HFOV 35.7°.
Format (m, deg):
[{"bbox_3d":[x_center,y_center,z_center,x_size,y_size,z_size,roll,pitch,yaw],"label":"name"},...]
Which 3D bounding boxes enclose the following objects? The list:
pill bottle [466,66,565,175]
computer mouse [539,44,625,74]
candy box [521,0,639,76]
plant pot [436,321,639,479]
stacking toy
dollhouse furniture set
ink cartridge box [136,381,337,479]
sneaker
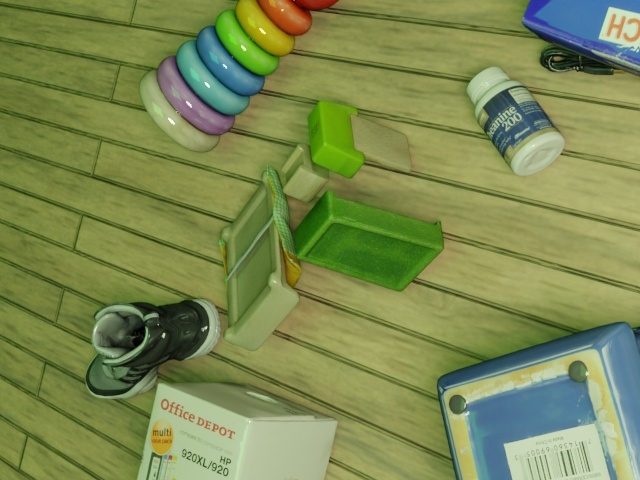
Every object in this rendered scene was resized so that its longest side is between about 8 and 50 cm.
[{"bbox_3d":[0.215,-0.136,1.117,0.067,0.067,0.120,-43,60,25],"label":"pill bottle"},{"bbox_3d":[0.306,-0.276,1.082,0.106,0.042,0.193,12,91,39],"label":"computer mouse"},{"bbox_3d":[0.383,-0.303,0.952,0.268,0.122,0.317,28,100,25],"label":"candy box"},{"bbox_3d":[0.255,0.204,0.946,0.236,0.212,0.236,-23,69,34],"label":"plant pot"},{"bbox_3d":[-0.090,-0.270,1.347,0.330,0.141,0.141,-39,62,20],"label":"stacking toy"},{"bbox_3d":[0.000,0.000,1.268,0.301,0.151,0.197,-50,35,42],"label":"dollhouse furniture set"},{"bbox_3d":[-0.115,0.308,1.244,0.171,0.168,0.232,13,91,39],"label":"ink cartridge box"},{"bbox_3d":[-0.279,0.151,1.404,0.268,0.153,0.101,-30,66,31],"label":"sneaker"}]
